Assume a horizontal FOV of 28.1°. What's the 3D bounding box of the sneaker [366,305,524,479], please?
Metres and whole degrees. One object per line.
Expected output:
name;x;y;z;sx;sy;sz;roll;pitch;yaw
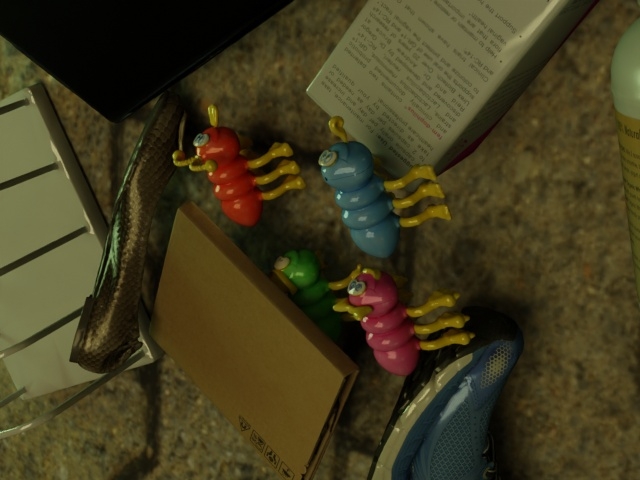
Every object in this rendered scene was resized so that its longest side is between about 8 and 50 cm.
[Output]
sneaker;0.113;0.199;1.026;0.147;0.130;0.330;18;121;8

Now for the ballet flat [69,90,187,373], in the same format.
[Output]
ballet flat;-0.153;-0.004;1.089;0.058;0.084;0.249;18;92;-5

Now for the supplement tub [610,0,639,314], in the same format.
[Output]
supplement tub;0.292;-0.034;0.742;0.228;0.228;0.316;-1;109;31

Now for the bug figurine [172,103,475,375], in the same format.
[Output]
bug figurine;0.000;0.000;0.952;0.279;0.072;0.216;13;134;58

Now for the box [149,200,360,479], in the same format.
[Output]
box;-0.061;0.088;1.039;0.201;0.021;0.164;44;139;23

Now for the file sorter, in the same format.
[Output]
file sorter;-0.314;0.032;1.169;0.193;0.173;0.277;-19;98;34

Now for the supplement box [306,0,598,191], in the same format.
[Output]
supplement box;0.107;-0.155;0.878;0.114;0.111;0.220;43;124;10

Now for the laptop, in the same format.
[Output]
laptop;-0.200;-0.340;0.959;0.382;0.236;0.407;-19;71;58

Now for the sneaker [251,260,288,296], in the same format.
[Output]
sneaker;-0.071;0.082;1.114;0.084;0.058;0.152;43;137;24
